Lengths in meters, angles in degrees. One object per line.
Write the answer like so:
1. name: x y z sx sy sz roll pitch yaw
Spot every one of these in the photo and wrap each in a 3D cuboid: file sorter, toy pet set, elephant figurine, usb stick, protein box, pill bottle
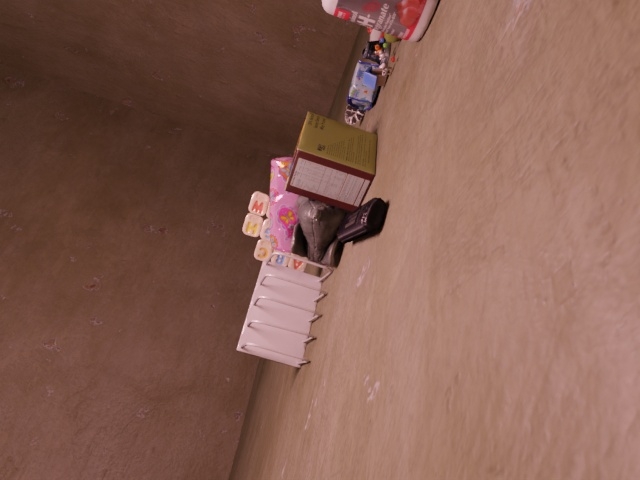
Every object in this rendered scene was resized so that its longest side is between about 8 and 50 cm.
1. file sorter: -0.098 0.197 1.402 0.173 0.193 0.277 134 152 -69
2. toy pet set: 0.161 -0.518 1.463 0.114 0.065 0.122 99 161 -48
3. elephant figurine: 0.000 0.000 1.381 0.169 0.186 0.239 35 124 48
4. usb stick: 0.087 -0.040 1.104 0.278 0.045 0.077 147 146 -80
5. protein box: 0.030 -0.208 1.311 0.200 0.201 0.136 -80 10 -48
6. pill bottle: 0.108 -0.594 1.145 0.176 0.319 0.176 -163 90 -84

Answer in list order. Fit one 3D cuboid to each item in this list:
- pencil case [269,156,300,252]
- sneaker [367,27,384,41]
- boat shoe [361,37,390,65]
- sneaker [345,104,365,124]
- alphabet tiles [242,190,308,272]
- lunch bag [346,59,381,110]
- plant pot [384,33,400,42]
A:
1. pencil case: -0.088 -0.104 1.464 0.124 0.124 0.284 -108 17 -78
2. sneaker: 0.191 -0.843 1.833 0.270 0.145 0.090 117 168 -57
3. boat shoe: 0.184 -0.641 1.644 0.183 0.083 0.065 -81 11 -52
4. sneaker: 0.139 -0.478 1.779 0.071 0.068 0.170 84 -152 -67
5. alphabet tiles: -0.092 -0.047 1.542 0.021 0.284 0.278 -95 24 -77
6. lunch bag: 0.145 -0.499 1.614 0.151 0.096 0.128 -23 -51 -80
7. plant pot: 0.213 -0.617 1.425 0.079 0.083 0.083 94 -172 -63
